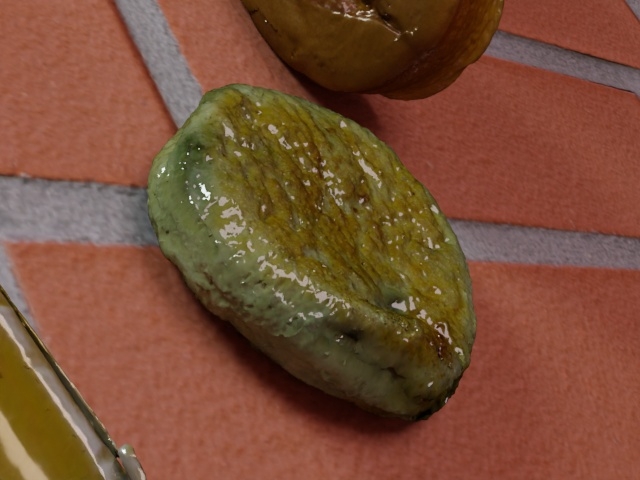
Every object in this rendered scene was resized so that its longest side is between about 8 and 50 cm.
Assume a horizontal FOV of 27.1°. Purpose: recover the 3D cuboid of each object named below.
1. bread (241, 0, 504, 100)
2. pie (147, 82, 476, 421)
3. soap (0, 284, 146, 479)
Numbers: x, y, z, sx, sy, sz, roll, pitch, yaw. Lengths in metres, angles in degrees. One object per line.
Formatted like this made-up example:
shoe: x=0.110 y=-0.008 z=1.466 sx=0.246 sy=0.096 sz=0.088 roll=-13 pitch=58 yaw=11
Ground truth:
bread: x=0.030 y=-0.236 z=1.098 sx=0.142 sy=0.195 sz=0.270 roll=12 pitch=39 yaw=-51
pie: x=0.000 y=0.000 z=0.908 sx=0.277 sy=0.078 sz=0.277 roll=34 pitch=28 yaw=-21
soap: x=-0.202 y=0.047 z=0.517 sx=0.274 sy=0.173 sz=0.089 roll=52 pitch=34 yaw=13
